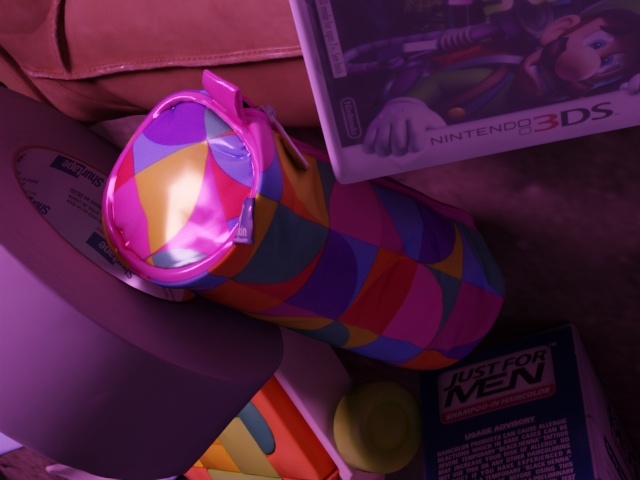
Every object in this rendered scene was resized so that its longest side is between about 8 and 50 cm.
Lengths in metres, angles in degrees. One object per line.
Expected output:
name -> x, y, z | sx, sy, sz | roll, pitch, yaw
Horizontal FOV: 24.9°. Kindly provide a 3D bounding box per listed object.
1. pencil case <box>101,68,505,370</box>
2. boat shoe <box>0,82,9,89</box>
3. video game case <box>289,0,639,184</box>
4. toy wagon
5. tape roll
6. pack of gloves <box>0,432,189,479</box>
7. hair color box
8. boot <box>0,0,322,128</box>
pencil case -> 0.000, 0.000, 0.732 | 0.104, 0.104, 0.236 | 3, 167, 36
boat shoe -> -0.310, -0.079, 0.948 | 0.301, 0.108, 0.102 | 4, 140, 32
video game case -> 0.074, -0.106, 0.588 | 0.173, 0.022, 0.190 | -11, 139, 4
toy wagon -> -0.046, 0.106, 0.948 | 0.267, 0.068, 0.344 | -7, 119, 57
tape roll -> -0.124, 0.017, 0.718 | 0.219, 0.219, 0.072 | 37, 106, -12
pack of gloves -> -0.235, 0.198, 1.339 | 0.195, 0.046, 0.232 | 40, 148, -15
hair color box -> 0.136, 0.235, 0.789 | 0.105, 0.347, 0.174 | -17, 130, 17
boot -> -0.081, -0.136, 0.701 | 0.269, 0.089, 0.236 | 4, 153, 38
